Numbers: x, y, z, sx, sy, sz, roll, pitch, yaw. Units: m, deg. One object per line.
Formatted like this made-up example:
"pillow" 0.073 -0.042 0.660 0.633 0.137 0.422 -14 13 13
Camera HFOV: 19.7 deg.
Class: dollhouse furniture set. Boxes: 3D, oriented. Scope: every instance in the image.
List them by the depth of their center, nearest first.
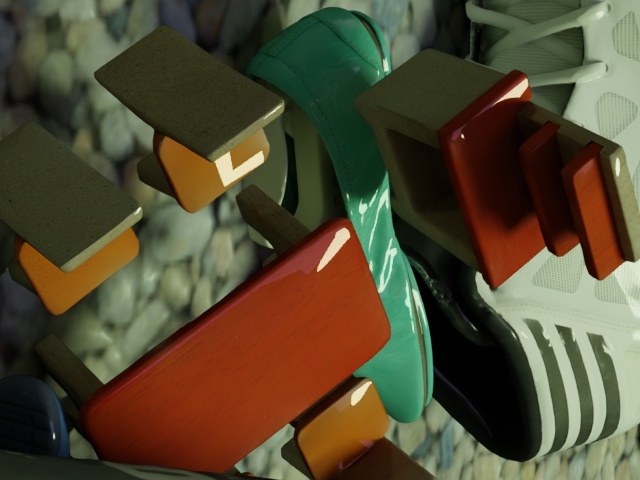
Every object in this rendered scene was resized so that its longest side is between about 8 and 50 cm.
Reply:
"dollhouse furniture set" 0.006 0.028 0.838 0.259 0.135 0.262 -38 132 -17

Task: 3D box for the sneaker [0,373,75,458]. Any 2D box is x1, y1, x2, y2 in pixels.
"sneaker" -0.124 0.119 0.814 0.059 0.053 0.144 -32 133 -51

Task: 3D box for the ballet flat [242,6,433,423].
"ballet flat" 0.000 0.000 0.976 0.087 0.083 0.247 -24 121 -27

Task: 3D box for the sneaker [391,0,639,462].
"sneaker" 0.135 -0.079 1.076 0.257 0.169 0.448 -22 110 -47

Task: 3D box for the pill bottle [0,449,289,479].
"pill bottle" -0.047 0.191 0.717 0.361 0.204 0.204 13 86 -40
